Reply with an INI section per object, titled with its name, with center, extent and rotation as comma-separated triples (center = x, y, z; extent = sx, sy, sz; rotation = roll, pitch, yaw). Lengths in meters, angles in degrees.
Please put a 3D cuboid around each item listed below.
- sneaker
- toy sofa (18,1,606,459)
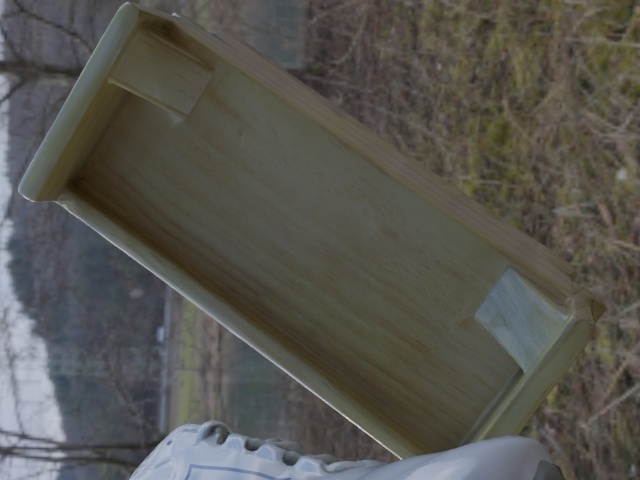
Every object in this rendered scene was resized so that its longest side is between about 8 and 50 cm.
[sneaker]
center = -0.033, 0.133, 0.412
extent = 0.297, 0.111, 0.129
rotation = -26, 51, 28
[toy sofa]
center = 0.000, 0.000, 0.635
extent = 0.150, 0.362, 0.177
rotation = -56, -8, 14
